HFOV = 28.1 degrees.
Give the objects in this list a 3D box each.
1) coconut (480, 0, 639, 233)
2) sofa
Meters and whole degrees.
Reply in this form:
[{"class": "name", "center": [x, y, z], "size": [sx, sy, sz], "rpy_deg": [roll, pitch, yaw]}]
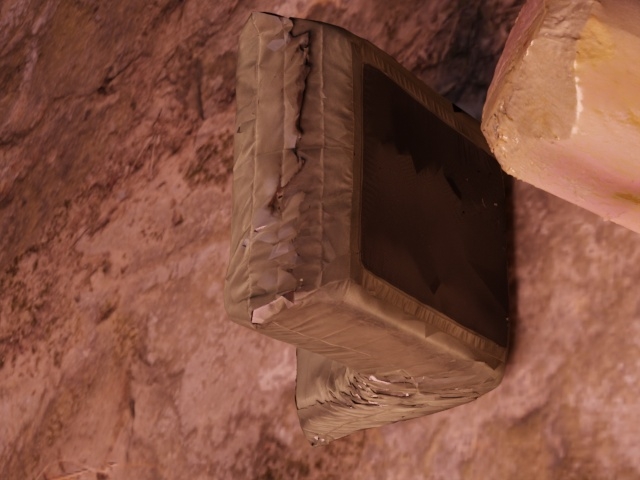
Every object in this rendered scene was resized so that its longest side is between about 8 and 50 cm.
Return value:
[{"class": "coconut", "center": [0.181, -0.085, 0.740], "size": [0.147, 0.153, 0.147], "rpy_deg": [-157, 90, -85]}, {"class": "sofa", "center": [0.000, 0.000, 0.823], "size": [0.176, 0.225, 0.210], "rpy_deg": [-18, 61, 36]}]
